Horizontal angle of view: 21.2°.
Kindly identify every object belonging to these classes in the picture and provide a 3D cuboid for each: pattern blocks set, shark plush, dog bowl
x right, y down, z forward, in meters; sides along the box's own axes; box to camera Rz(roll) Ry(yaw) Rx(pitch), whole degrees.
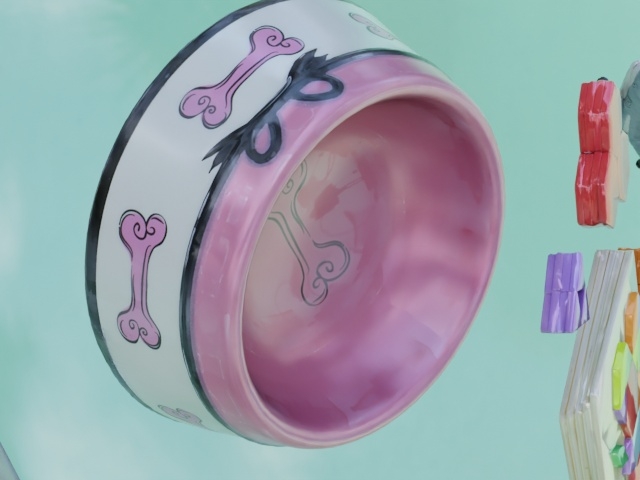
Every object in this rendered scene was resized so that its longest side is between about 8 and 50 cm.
[{"bbox_3d":[0.164,0.106,0.953,0.026,0.325,0.285,1,49,19],"label":"pattern blocks set"},{"bbox_3d":[0.336,-0.116,1.791,0.073,0.161,0.067,-12,27,-16],"label":"shark plush"},{"bbox_3d":[0.000,0.000,1.491,0.408,0.408,0.150,-35,42,-30],"label":"dog bowl"}]

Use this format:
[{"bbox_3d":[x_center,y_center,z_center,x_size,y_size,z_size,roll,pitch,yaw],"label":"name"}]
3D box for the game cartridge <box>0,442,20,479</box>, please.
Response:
[{"bbox_3d":[-0.257,0.134,0.526,0.355,0.068,0.230,-40,56,8],"label":"game cartridge"}]
